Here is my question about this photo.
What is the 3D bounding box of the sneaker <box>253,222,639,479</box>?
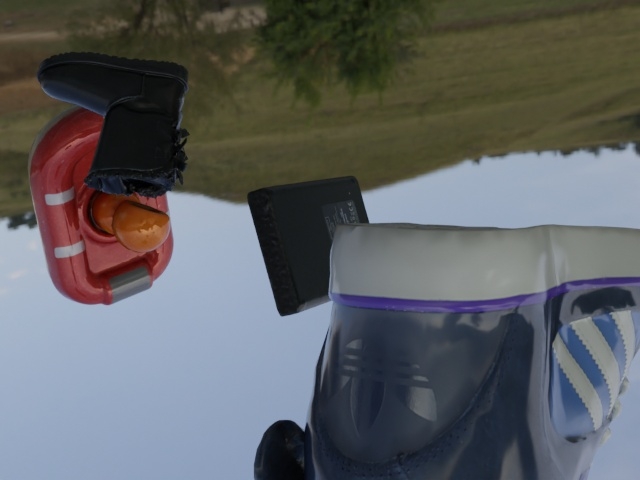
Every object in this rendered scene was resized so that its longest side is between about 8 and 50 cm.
[{"bbox_3d":[0.100,0.110,0.468,0.130,0.237,0.322,2,-179,32],"label":"sneaker"}]

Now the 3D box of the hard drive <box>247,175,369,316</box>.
[{"bbox_3d":[0.000,0.000,0.690,0.022,0.094,0.135,-16,179,32],"label":"hard drive"}]

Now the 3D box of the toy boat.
[{"bbox_3d":[-0.215,-0.032,0.943,0.151,0.231,0.151,-24,-149,-36],"label":"toy boat"}]

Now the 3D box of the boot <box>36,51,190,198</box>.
[{"bbox_3d":[-0.152,-0.082,0.637,0.121,0.099,0.045,3,157,0],"label":"boot"}]
